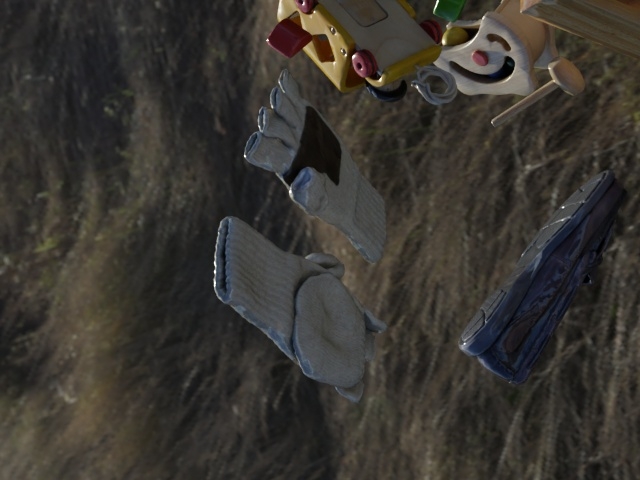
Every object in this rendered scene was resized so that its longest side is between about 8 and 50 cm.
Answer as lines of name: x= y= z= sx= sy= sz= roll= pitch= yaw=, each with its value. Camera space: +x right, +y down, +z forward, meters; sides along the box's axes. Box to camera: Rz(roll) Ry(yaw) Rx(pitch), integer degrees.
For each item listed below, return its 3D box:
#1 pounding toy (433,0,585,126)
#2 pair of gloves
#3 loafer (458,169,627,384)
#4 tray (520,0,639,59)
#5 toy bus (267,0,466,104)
pounding toy: x=0.261 y=-0.279 z=1.671 sx=0.269 sy=0.155 sz=0.154 roll=9 pitch=143 yaw=52
pair of gloves: x=0.000 y=0.000 z=0.908 sx=0.042 sy=0.240 sz=0.204 roll=-17 pitch=135 yaw=30
loafer: x=0.296 y=0.047 z=1.384 sx=0.095 sy=0.302 sz=0.109 roll=42 pitch=167 yaw=-4
tray: x=0.421 y=-0.319 z=1.356 sx=0.076 sy=0.411 sz=0.203 roll=-22 pitch=60 yaw=56
toy bus: x=0.045 y=-0.204 z=1.143 sx=0.104 sy=0.191 sz=0.202 roll=106 pitch=176 yaw=-57
